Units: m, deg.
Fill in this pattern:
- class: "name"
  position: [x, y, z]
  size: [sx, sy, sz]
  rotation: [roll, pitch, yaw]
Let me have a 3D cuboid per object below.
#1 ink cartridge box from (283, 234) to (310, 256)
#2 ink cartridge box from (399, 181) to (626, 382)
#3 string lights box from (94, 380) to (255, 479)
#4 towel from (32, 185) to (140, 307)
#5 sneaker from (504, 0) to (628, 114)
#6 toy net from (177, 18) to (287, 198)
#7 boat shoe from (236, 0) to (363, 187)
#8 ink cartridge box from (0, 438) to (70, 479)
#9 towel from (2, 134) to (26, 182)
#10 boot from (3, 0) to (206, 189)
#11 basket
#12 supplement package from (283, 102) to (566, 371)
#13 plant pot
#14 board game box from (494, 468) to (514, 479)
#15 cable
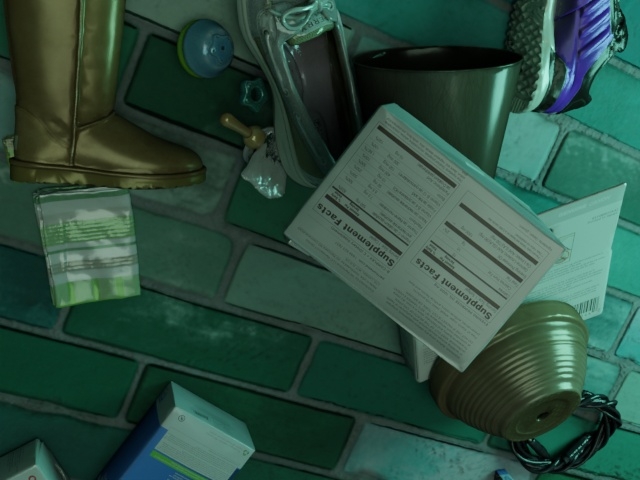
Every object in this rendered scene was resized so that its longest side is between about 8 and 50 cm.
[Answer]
- class: "ink cartridge box"
  position: [0.000, 0.000, 1.091]
  size: [0.083, 0.028, 0.048]
  rotation: [30, 98, -23]
- class: "ink cartridge box"
  position: [0.248, 0.046, 1.108]
  size: [0.296, 0.066, 0.261]
  rotation: [-19, 136, -10]
- class: "string lights box"
  position: [-0.222, 0.334, 1.114]
  size: [0.133, 0.077, 0.260]
  rotation: [36, 96, -23]
- class: "towel"
  position: [-0.282, 0.006, 1.014]
  size: [0.113, 0.023, 0.152]
  rotation: [-8, 110, -13]
- class: "sneaker"
  position: [0.330, -0.301, 1.053]
  size: [0.146, 0.102, 0.294]
  rotation: [3, 112, -21]
- class: "toy net"
  position: [-0.084, -0.164, 1.008]
  size: [0.122, 0.045, 0.232]
  rotation: [-36, 121, -34]
- class: "boat shoe"
  position: [-0.010, -0.206, 0.959]
  size: [0.118, 0.103, 0.321]
  rotation: [-27, 119, -34]
- class: "ink cartridge box"
  position: [-0.405, 0.345, 1.072]
  size: [0.150, 0.063, 0.109]
  rotation: [-27, 113, -5]
- class: "towel"
  position: [-0.324, -0.100, 0.974]
  size: [0.083, 0.009, 0.060]
  rotation: [-11, 112, -11]
- class: "boot"
  position: [-0.233, -0.195, 0.926]
  size: [0.236, 0.089, 0.270]
  rotation: [0, 103, -26]
- class: "basket"
  position: [0.140, -0.115, 1.030]
  size: [0.204, 0.154, 0.227]
  rotation: [-2, 113, -3]
- class: "supplement package"
  position: [0.103, -0.020, 0.832]
  size: [0.204, 0.262, 0.145]
  rotation: [38, 103, 0]
- class: "plant pot"
  position: [0.278, 0.200, 1.145]
  size: [0.237, 0.110, 0.237]
  rotation: [-15, 140, -13]
- class: "board game box"
  position: [0.293, 0.418, 1.284]
  size: [0.020, 0.090, 0.090]
  rotation: [-2, 108, -15]
- class: "cable"
  position: [0.389, 0.300, 1.296]
  size: [0.184, 0.047, 0.151]
  rotation: [5, 107, -18]
